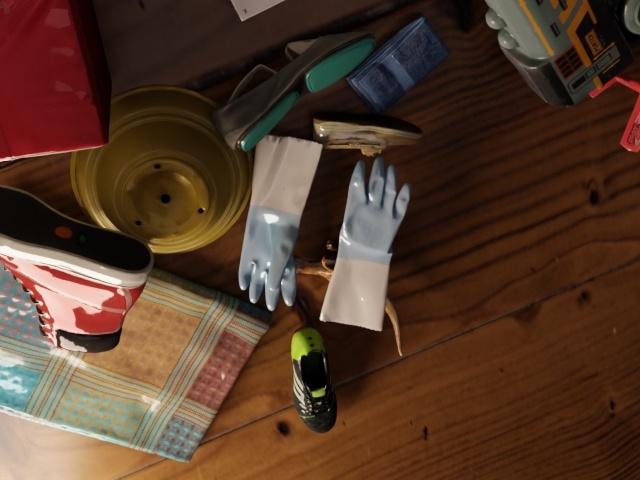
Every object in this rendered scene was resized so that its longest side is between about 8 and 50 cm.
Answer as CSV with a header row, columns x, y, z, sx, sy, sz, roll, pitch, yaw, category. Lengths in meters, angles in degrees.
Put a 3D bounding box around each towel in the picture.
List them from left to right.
x,y,z,sx,sy,sz,roll,pitch,yaw,category
-0.282,0.141,0.988,0.370,0.040,0.271,23,108,-22,towel
0.094,-0.209,0.914,0.119,0.029,0.067,-40,117,7,towel

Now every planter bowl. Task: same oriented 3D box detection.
x,y,z,sx,sy,sz,roll,pitch,yaw,category
-0.180,-0.063,0.887,0.217,0.090,0.217,-5,115,-11,planter bowl

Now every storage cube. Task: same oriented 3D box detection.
x,y,z,sx,sy,sz,roll,pitch,yaw,category
-0.312,-0.196,0.729,0.184,0.215,0.193,-11,123,-8,storage cube

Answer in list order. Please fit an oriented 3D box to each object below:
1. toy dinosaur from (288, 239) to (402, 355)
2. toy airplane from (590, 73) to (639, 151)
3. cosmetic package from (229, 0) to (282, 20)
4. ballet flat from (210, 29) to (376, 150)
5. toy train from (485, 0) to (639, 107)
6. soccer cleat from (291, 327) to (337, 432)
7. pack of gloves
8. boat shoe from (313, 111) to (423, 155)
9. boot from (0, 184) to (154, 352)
x,y,z,sx,sy,sz,roll,pitch,yaw,category
0.053,0.052,1.019,0.211,0.064,0.112,30,118,-13,toy dinosaur
0.398,-0.189,0.955,0.151,0.028,0.151,5,100,26,toy airplane
0.006,-0.316,0.804,0.239,0.099,0.060,-27,118,0,cosmetic package
-0.034,-0.188,0.871,0.213,0.072,0.068,-40,78,-6,ballet flat
0.259,-0.290,0.820,0.190,0.142,0.334,-41,138,12,toy train
-0.009,0.205,1.060,0.060,0.072,0.179,-12,117,-7,soccer cleat
0.000,0.000,0.935,0.195,0.046,0.232,11,111,3,pack of gloves
0.056,-0.127,0.935,0.135,0.050,0.045,6,117,-4,boat shoe
-0.331,0.043,0.866,0.244,0.088,0.176,24,125,-13,boot
